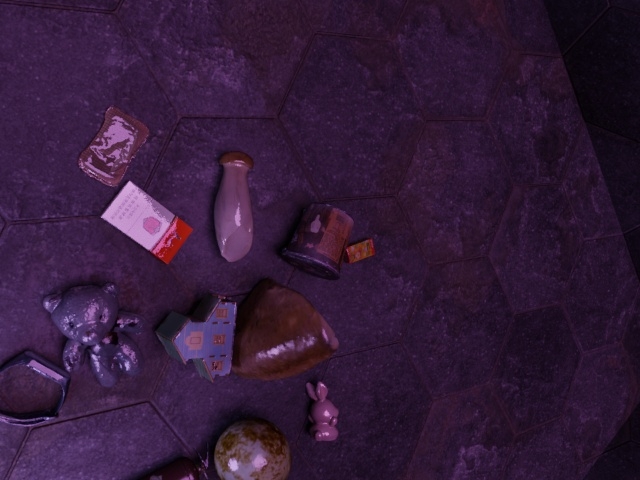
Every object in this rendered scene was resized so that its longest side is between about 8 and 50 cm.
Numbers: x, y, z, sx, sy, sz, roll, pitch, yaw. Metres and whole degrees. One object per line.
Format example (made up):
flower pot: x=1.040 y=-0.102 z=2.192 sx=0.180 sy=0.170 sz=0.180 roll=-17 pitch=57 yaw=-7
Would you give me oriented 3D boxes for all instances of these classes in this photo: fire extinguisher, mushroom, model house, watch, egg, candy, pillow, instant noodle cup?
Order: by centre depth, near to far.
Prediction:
watch: x=-0.798 y=0.415 z=1.628 sx=0.206 sy=0.068 sz=0.193 roll=40 pitch=77 yaw=-24
pillow: x=-0.592 y=-0.266 z=1.708 sx=0.135 sy=0.034 sz=0.211 roll=32 pitch=79 yaw=-32
model house: x=-0.384 y=0.288 z=1.802 sx=0.206 sy=0.178 sz=0.271 roll=4 pitch=95 yaw=-38
fire extinguisher: x=-0.484 y=0.748 z=1.825 sx=0.337 sy=0.114 sz=0.135 roll=-19 pitch=91 yaw=-29
mushroom: x=-0.134 y=0.305 z=1.836 sx=0.313 sy=0.397 sz=0.224 roll=-44 pitch=113 yaw=-17
mushroom: x=-0.270 y=-0.107 z=1.874 sx=0.128 sy=0.128 sz=0.350 roll=4 pitch=88 yaw=-32
egg: x=-0.210 y=0.701 z=1.921 sx=0.238 sy=0.238 sz=0.289 roll=-56 pitch=142 yaw=-15
instant noodle cup: x=0.000 y=0.000 z=2.006 sx=0.217 sy=0.217 sz=0.207 roll=32 pitch=72 yaw=-30
candy: x=0.139 y=0.037 z=2.186 sx=0.122 sy=0.038 sz=0.062 roll=-20 pitch=105 yaw=-29

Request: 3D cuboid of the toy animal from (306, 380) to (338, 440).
toy animal: x=0.014 y=0.604 z=2.123 sx=0.124 sy=0.124 sz=0.212 roll=4 pitch=86 yaw=-32

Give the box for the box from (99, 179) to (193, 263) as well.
box: x=-0.515 y=-0.052 z=1.775 sx=0.245 sy=0.035 sz=0.139 roll=42 pitch=73 yaw=-27

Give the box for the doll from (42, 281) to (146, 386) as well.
doll: x=-0.612 y=0.273 z=1.674 sx=0.246 sy=0.158 sz=0.340 roll=-22 pitch=109 yaw=-16
